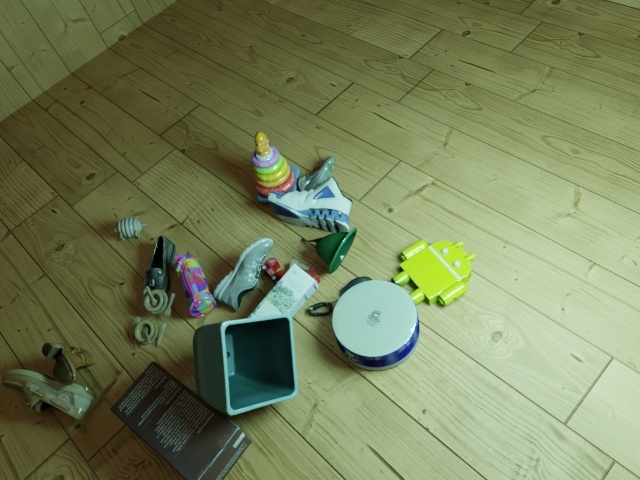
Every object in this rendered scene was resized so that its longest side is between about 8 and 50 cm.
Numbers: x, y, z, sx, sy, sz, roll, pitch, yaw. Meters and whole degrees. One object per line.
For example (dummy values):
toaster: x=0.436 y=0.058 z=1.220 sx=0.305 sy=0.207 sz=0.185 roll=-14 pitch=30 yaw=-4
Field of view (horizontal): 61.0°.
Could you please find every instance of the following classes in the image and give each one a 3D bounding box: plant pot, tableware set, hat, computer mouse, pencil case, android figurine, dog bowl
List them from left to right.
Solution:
tableware set: x=-0.590 y=0.260 z=1.875 sx=0.128 sy=0.039 sz=0.194 roll=8 pitch=75 yaw=19
pencil case: x=-0.447 y=0.155 z=1.912 sx=0.104 sy=0.104 sz=0.236 roll=-29 pitch=54 yaw=-7
plant pot: x=-0.246 y=0.349 z=1.601 sx=0.252 sy=0.247 sz=0.248 roll=-9 pitch=85 yaw=47
hat: x=0.000 y=0.000 z=1.846 sx=0.183 sy=0.208 sz=0.173 roll=31 pitch=40 yaw=13
computer mouse: x=0.065 y=0.183 z=1.799 sx=0.242 sy=0.041 sz=0.071 roll=-28 pitch=54 yaw=-5
dog bowl: x=0.171 y=0.259 z=1.678 sx=0.265 sy=0.104 sz=0.265 roll=-7 pitch=54 yaw=9
android figurine: x=0.375 y=0.099 z=1.775 sx=0.273 sy=0.056 sz=0.248 roll=-30 pitch=53 yaw=-6

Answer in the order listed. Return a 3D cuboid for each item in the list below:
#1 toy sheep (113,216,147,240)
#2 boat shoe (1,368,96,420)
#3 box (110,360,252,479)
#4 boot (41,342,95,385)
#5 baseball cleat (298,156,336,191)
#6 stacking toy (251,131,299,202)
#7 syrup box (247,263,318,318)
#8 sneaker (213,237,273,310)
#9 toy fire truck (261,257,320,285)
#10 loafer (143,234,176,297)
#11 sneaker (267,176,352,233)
toy sheep: x=-0.751 y=-0.050 z=2.146 sx=0.132 sy=0.091 sz=0.091 roll=-7 pitch=52 yaw=-8
boat shoe: x=-0.903 y=0.500 z=1.762 sx=0.341 sy=0.121 sz=0.110 roll=7 pitch=56 yaw=17
box: x=-0.411 y=0.543 z=1.600 sx=0.381 sy=0.143 sz=0.191 roll=27 pitch=65 yaw=31
boot: x=-0.807 y=0.404 z=1.791 sx=0.197 sy=0.152 sz=0.073 roll=40 pitch=94 yaw=32
baseball cleat: x=-0.021 y=-0.254 z=2.114 sx=0.109 sy=0.072 sz=0.206 roll=15 pitch=59 yaw=23
stacking toy: x=-0.195 y=-0.291 z=2.040 sx=0.166 sy=0.302 sz=0.175 roll=-1 pitch=56 yaw=13
syrup box: x=-0.119 y=0.200 z=1.766 sx=0.093 sy=0.096 sz=0.237 roll=37 pitch=80 yaw=18
sneaker: x=-0.240 y=0.116 z=1.873 sx=0.115 sy=0.105 sz=0.281 roll=39 pitch=97 yaw=17
toy fire truck: x=-0.106 y=0.111 z=1.889 sx=0.135 sy=0.047 sz=0.192 roll=-37 pitch=54 yaw=-14
loafer: x=-0.602 y=0.103 z=1.995 sx=0.096 sy=0.084 sz=0.267 roll=-5 pitch=54 yaw=11
sneaker: x=-0.017 y=-0.146 z=2.001 sx=0.315 sy=0.127 sz=0.182 roll=15 pitch=64 yaw=15
